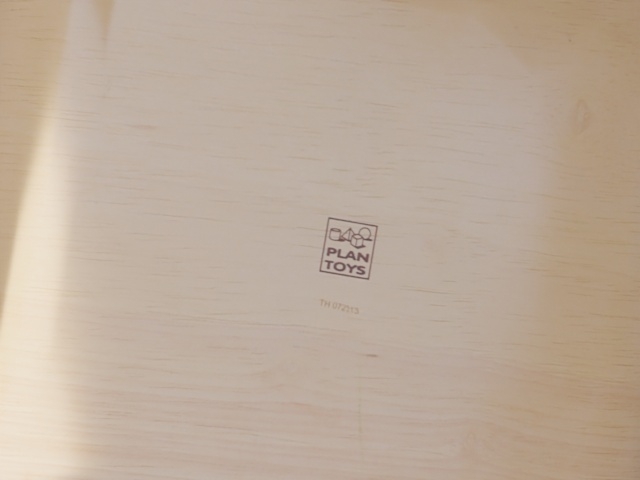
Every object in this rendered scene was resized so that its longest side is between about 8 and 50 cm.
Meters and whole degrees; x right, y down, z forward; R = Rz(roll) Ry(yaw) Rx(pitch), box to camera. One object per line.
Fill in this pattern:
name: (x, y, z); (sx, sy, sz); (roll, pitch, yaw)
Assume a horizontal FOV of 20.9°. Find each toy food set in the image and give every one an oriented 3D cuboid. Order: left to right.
toy food set: (0.000, 0.000, 0.651); (0.306, 0.092, 0.220); (9, 89, -14)
